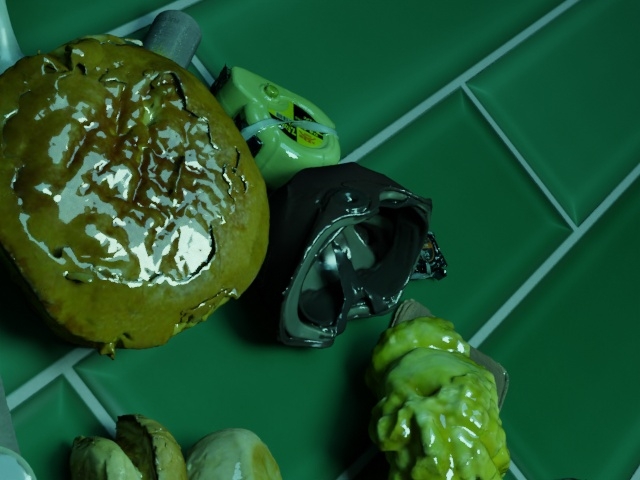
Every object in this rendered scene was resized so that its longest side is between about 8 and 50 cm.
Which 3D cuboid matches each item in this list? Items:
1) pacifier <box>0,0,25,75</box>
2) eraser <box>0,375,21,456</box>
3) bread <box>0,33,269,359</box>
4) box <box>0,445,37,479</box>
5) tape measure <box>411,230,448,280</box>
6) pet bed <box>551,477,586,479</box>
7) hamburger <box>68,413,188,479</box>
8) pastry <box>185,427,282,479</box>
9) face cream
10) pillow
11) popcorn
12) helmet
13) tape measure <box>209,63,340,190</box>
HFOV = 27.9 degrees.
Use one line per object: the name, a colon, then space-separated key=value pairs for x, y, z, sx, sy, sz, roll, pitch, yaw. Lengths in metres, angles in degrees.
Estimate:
pacifier: x=-0.399 y=-0.270 z=1.545 sx=0.343 sy=0.288 sz=0.269 roll=-29 pitch=109 yaw=-42
eraser: x=-0.350 y=0.270 z=1.299 sx=0.077 sy=0.111 sz=0.353 roll=-3 pitch=66 yaw=-39
bread: x=-0.249 y=-0.048 z=1.500 sx=0.336 sy=0.204 sz=0.358 roll=-31 pitch=92 yaw=-37
box: x=-0.444 y=0.332 z=1.071 sx=0.367 sy=0.090 sz=0.373 roll=11 pitch=75 yaw=-17
tape measure: x=0.141 y=0.016 z=1.915 sx=0.094 sy=0.054 sz=0.091 roll=7 pitch=57 yaw=-45
pet bed: x=0.367 y=0.431 z=1.833 sx=0.201 sy=0.053 sz=0.201 roll=20 pitch=53 yaw=-29
hamburger: x=-0.190 y=0.310 z=1.395 sx=0.124 sy=0.131 sz=0.262 roll=2 pitch=67 yaw=-39
pastry: x=-0.095 y=0.293 z=1.486 sx=0.156 sy=0.092 sz=0.156 roll=-19 pitch=90 yaw=-72
face cream: x=-0.234 y=-0.200 z=1.730 sx=0.073 sy=0.073 sz=0.284 roll=34 pitch=46 yaw=-18
pillow: x=0.185 y=0.180 z=1.861 sx=0.211 sy=0.034 sz=0.135 roll=37 pitch=49 yaw=-13
popcorn: x=0.150 y=0.251 z=1.670 sx=0.286 sy=0.173 sz=0.225 roll=-102 pitch=-179 yaw=-60
helmet: x=0.000 y=0.000 z=1.703 sx=0.305 sy=0.225 sz=0.177 roll=-14 pitch=44 yaw=-46
tape measure: x=-0.057 y=-0.141 z=1.819 sx=0.200 sy=0.106 sz=0.175 roll=24 pitch=36 yaw=-29
